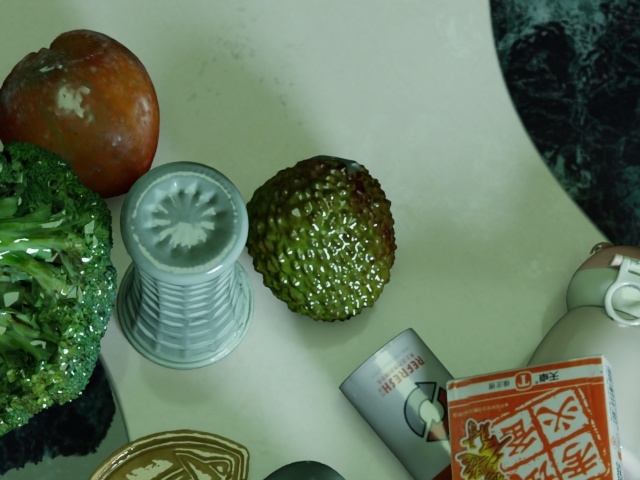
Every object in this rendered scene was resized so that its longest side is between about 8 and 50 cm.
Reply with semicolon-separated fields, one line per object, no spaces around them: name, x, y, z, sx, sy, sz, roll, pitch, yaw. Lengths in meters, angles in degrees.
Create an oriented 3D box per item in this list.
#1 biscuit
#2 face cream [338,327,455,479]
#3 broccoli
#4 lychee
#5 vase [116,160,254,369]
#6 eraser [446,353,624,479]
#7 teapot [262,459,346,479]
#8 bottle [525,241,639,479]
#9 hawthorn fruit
biscuit;-0.164;0.267;1.680;0.220;0.029;0.142;-36;79;-13
face cream;0.122;0.197;1.688;0.096;0.096;0.214;-38;80;-13
broccoli;-0.333;0.048;1.606;0.308;0.275;0.308;3;96;31
lychee;0.000;0.000;1.709;0.171;0.171;0.171;1;74;-4
vase;-0.127;0.022;1.613;0.143;0.299;0.143;1;74;-5
eraser;0.200;0.229;1.571;0.157;0.038;0.230;-12;64;22
teapot;0.041;0.320;1.616;0.251;0.183;0.183;19;73;-9
bottle;0.287;0.111;1.704;0.147;0.147;0.236;21;69;2
hawthorn fruit;-0.240;-0.122;1.720;0.173;0.173;0.173;1;74;-4
